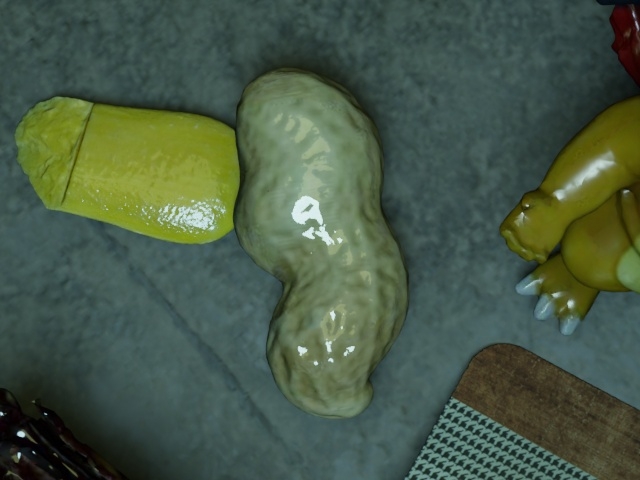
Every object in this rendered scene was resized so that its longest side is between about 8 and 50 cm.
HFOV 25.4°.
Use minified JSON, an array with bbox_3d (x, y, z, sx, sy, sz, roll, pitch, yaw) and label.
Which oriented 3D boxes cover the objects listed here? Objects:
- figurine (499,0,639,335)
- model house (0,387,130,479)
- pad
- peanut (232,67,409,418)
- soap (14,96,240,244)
[{"bbox_3d":[0.238,-0.073,0.765,0.401,0.387,0.268,41,67,14],"label":"figurine"},{"bbox_3d":[-0.189,0.267,0.803,0.297,0.317,0.282,4,50,-32],"label":"model house"},{"bbox_3d":[0.192,0.210,0.820,0.323,0.055,0.250,18,57,24],"label":"pad"},{"bbox_3d":[0.000,0.000,0.903,0.104,0.085,0.227,-11,80,-8],"label":"peanut"},{"bbox_3d":[-0.129,-0.047,0.945,0.168,0.033,0.089,8,75,5],"label":"soap"}]
